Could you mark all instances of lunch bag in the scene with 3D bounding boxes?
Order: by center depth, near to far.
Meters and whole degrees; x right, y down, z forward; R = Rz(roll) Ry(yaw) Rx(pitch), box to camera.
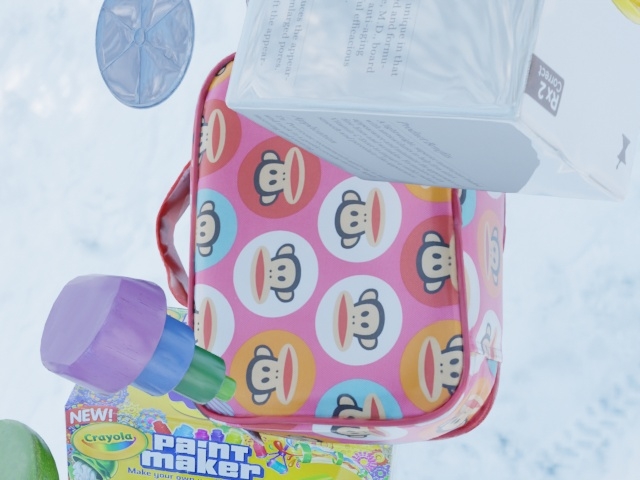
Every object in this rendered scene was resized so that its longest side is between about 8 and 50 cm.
[{"bbox_3d":[0.000,0.000,0.987,0.258,0.293,0.120,-2,167,22],"label":"lunch bag"}]

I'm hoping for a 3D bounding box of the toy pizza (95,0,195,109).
[{"bbox_3d":[-0.242,-0.284,1.906,0.201,0.032,0.201,1,91,40],"label":"toy pizza"}]

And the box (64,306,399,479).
[{"bbox_3d":[-0.075,0.232,1.293,0.289,0.177,0.279,7,121,6],"label":"box"}]

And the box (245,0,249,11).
[{"bbox_3d":[-0.020,-0.322,1.326,0.128,0.257,0.123,-6,139,-2],"label":"box"}]

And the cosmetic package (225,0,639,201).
[{"bbox_3d":[0.075,-0.118,0.756,0.183,0.151,0.151,7,170,34],"label":"cosmetic package"}]

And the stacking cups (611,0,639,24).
[{"bbox_3d":[0.224,-0.166,0.396,0.316,0.096,0.096,-20,118,29],"label":"stacking cups"}]

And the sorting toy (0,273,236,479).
[{"bbox_3d":[-0.151,0.196,0.715,0.126,0.127,0.366,31,85,-32],"label":"sorting toy"}]
